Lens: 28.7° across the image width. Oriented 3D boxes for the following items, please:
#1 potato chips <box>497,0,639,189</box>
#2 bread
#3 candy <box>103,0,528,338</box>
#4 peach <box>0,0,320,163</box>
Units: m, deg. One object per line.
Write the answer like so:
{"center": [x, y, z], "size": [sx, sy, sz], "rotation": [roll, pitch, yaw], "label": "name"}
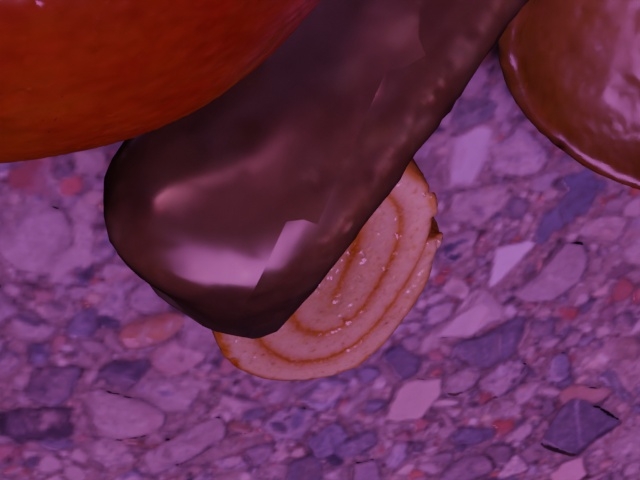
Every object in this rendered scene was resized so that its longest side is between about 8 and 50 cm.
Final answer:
{"center": [0.190, -0.110, 0.612], "size": [0.208, 0.062, 0.195], "rotation": [2, 131, 1], "label": "potato chips"}
{"center": [0.000, 0.000, 0.647], "size": [0.122, 0.073, 0.149], "rotation": [11, 122, -32], "label": "bread"}
{"center": [0.003, -0.070, 0.521], "size": [0.102, 0.104, 0.234], "rotation": [34, 84, -3], "label": "candy"}
{"center": [-0.086, -0.151, 0.390], "size": [0.281, 0.238, 0.281], "rotation": [-41, 170, -9], "label": "peach"}
